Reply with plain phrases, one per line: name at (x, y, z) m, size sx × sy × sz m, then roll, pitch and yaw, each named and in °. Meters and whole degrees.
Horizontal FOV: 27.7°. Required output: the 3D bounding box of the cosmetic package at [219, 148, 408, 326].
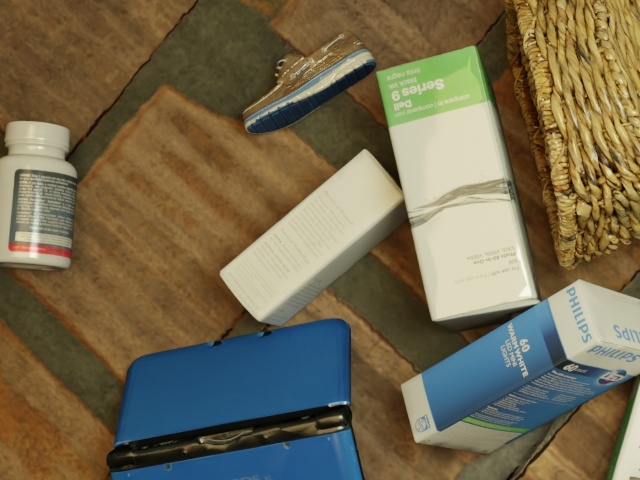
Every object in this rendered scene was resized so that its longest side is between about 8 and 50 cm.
cosmetic package at (0.000, 0.000, 1.562) m, size 0.231 × 0.117 × 0.085 m, roll -42°, pitch 78°, yaw 3°

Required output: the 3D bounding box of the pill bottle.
pill bottle at (-0.365, -0.055, 1.651) m, size 0.108 × 0.108 × 0.180 m, roll 2°, pitch 83°, yaw 12°

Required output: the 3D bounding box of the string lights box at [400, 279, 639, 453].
string lights box at (0.231, 0.146, 1.426) m, size 0.259 × 0.133 × 0.077 m, roll -36°, pitch 54°, yaw 33°

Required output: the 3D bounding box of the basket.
basket at (0.272, -0.145, 1.412) m, size 0.223 × 0.213 × 0.299 m, roll -25°, pitch 64°, yaw 36°

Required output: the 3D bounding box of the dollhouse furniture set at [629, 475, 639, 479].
dollhouse furniture set at (0.351, 0.316, 1.348) m, size 0.303 × 0.174 × 0.356 m, roll 11°, pitch 112°, yaw 13°

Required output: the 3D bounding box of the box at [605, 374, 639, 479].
box at (0.455, 0.206, 1.436) m, size 0.231 × 0.127 × 0.262 m, roll 17°, pitch 88°, yaw 12°

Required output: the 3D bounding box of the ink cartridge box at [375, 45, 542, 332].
ink cartridge box at (0.164, -0.048, 1.483) m, size 0.121 × 0.211 × 0.289 m, roll -14°, pitch 80°, yaw 10°

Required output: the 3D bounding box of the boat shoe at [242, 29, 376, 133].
boat shoe at (-0.023, -0.198, 1.623) m, size 0.183 × 0.066 × 0.066 m, roll -29°, pitch 73°, yaw -3°

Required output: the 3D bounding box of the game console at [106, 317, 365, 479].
game console at (-0.088, 0.252, 1.556) m, size 0.293 × 0.173 × 0.250 m, roll -12°, pitch 97°, yaw 11°
